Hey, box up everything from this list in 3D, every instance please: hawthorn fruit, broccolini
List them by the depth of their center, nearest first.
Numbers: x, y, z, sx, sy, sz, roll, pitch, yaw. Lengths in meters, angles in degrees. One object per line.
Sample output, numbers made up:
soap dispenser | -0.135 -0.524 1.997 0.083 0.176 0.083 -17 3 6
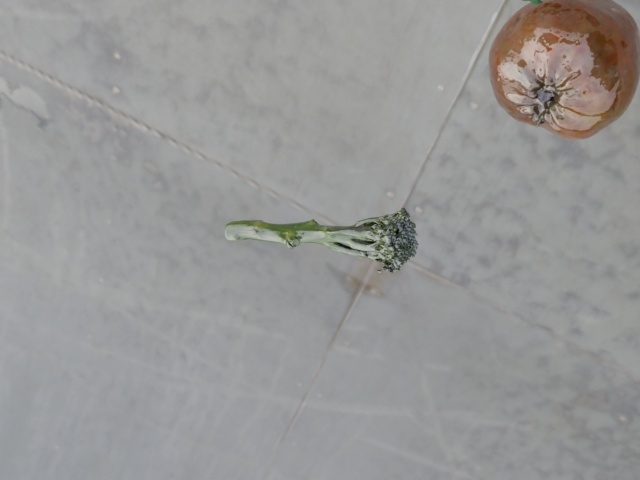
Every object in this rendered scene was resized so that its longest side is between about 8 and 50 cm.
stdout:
hawthorn fruit | 0.244 -0.194 0.893 0.149 0.189 0.149 7 154 4
broccolini | 0.001 -0.002 0.955 0.216 0.058 0.067 1 93 29

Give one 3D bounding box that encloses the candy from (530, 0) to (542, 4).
candy | 0.138 -0.211 0.505 0.141 0.078 0.203 11 148 -27
